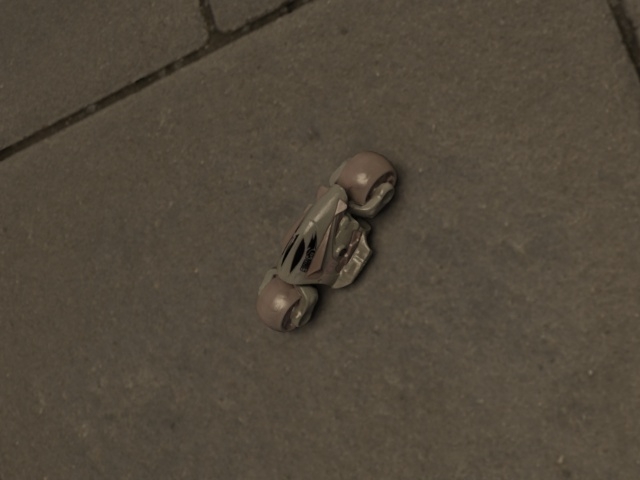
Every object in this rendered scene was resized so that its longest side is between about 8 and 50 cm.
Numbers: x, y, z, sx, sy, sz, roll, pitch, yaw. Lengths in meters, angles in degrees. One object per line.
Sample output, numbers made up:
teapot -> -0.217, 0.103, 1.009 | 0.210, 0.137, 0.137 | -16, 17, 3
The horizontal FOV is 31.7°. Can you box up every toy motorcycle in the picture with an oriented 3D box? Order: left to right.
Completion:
toy motorcycle -> 0.000, 0.000, 1.368 | 0.112, 0.112, 0.254 | 38, 98, 25
